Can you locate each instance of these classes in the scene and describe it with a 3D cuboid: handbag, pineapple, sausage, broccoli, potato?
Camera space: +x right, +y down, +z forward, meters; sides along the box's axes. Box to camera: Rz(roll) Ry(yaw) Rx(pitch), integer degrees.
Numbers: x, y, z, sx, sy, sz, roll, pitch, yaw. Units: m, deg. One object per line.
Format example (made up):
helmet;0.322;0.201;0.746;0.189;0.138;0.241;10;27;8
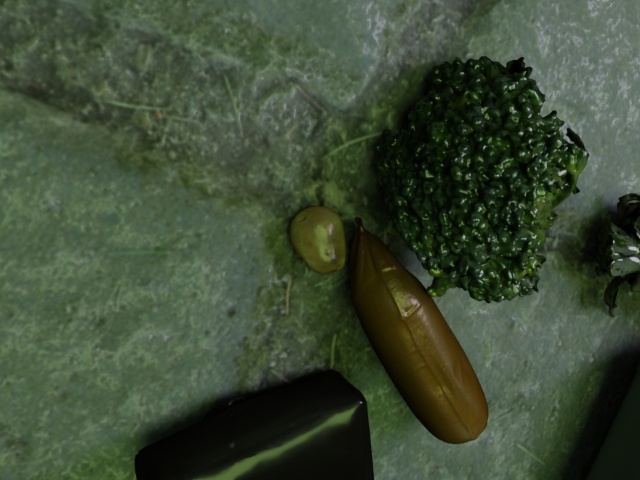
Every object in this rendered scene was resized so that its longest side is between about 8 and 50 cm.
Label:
handbag;-0.064;0.321;0.737;0.285;0.113;0.257;-18;111;-20
pineapple;0.532;0.021;0.827;0.271;0.262;0.263;7;99;5
sausage;0.114;0.119;0.749;0.112;0.112;0.328;-33;107;-8
broccoli;0.191;-0.065;0.717;0.288;0.247;0.245;-56;146;-11
potato;0.000;0.000;0.718;0.068;0.062;0.083;-24;77;17

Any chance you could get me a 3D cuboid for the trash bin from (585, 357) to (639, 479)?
trash bin;0.538;0.366;0.844;0.280;0.280;0.432;23;97;-19
